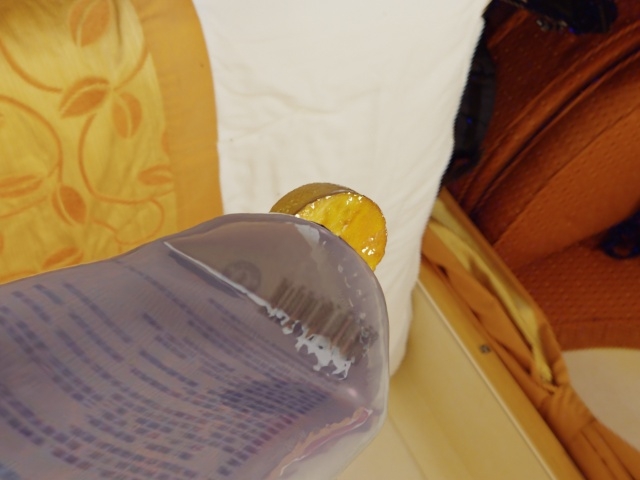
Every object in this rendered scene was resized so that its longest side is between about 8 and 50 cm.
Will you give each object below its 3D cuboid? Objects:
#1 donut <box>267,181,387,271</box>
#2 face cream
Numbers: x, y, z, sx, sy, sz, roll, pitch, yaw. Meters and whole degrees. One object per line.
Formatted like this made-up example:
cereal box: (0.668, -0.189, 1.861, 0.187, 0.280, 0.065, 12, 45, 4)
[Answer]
donut: (0.000, 0.000, 0.879, 0.152, 0.058, 0.151, -17, 128, -24)
face cream: (-0.077, 0.069, 0.462, 0.137, 0.235, 0.420, -66, 163, 16)
